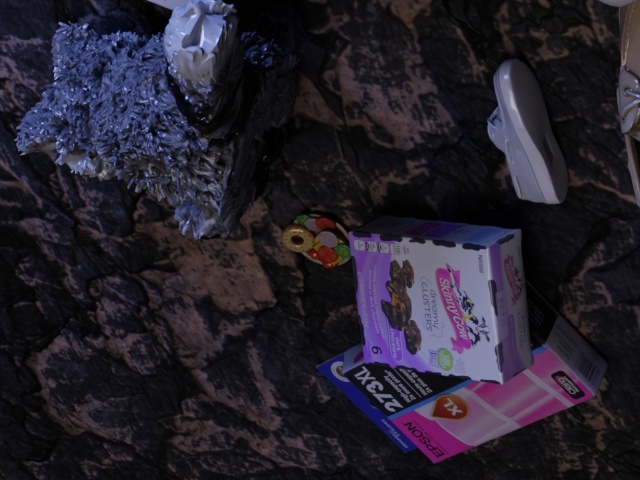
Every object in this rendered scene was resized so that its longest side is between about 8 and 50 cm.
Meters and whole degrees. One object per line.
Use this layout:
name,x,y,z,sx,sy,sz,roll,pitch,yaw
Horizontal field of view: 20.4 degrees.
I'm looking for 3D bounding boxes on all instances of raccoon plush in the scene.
raccoon plush,-0.196,-0.192,1.887,0.299,0.216,0.446,21,152,12

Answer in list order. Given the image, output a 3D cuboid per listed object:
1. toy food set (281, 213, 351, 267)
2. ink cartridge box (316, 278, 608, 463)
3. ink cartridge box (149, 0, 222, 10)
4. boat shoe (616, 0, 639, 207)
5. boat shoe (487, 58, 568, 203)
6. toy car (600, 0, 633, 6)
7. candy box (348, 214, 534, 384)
toy food set,0.000,0.000,2.130,0.083,0.020,0.082,41,136,-10
ink cartridge box,0.158,0.169,2.175,0.176,0.069,0.371,45,138,-15
ink cartridge box,-0.178,-0.321,1.894,0.198,0.067,0.115,23,137,11
boat shoe,0.344,-0.135,1.754,0.109,0.098,0.302,7,133,23
boat shoe,0.209,-0.113,1.883,0.063,0.066,0.184,-2,138,29
toy car,0.265,-0.297,1.596,0.182,0.136,0.159,-28,91,43
candy box,0.136,0.065,2.015,0.196,0.070,0.165,6,111,39
